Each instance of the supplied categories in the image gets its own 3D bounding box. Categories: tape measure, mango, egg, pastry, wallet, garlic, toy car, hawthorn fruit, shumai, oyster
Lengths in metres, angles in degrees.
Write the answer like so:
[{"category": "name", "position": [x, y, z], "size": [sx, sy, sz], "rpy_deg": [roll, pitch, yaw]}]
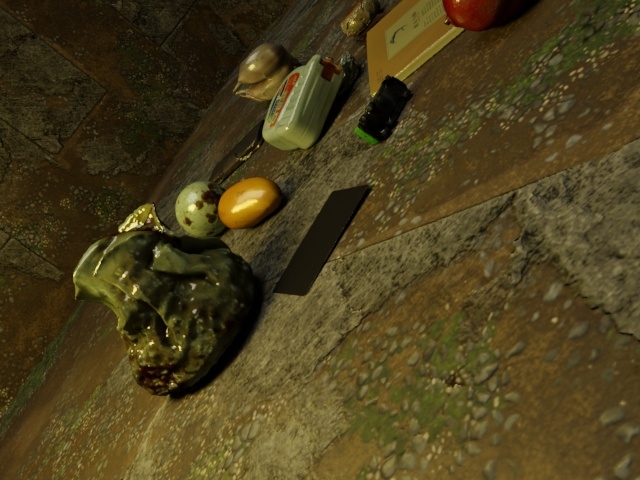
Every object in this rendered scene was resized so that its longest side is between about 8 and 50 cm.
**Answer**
[{"category": "tape measure", "position": [-0.050, -0.376, 1.859], "size": [0.246, 0.125, 0.243], "rpy_deg": [3, 68, 63]}, {"category": "mango", "position": [-0.180, -0.099, 1.733], "size": [0.219, 0.112, 0.144], "rpy_deg": [-12, 42, 41]}, {"category": "egg", "position": [-0.349, -0.089, 1.965], "size": [0.169, 0.169, 0.231], "rpy_deg": [-59, 8, -18]}, {"category": "pastry", "position": [0.130, -0.742, 2.170], "size": [0.153, 0.081, 0.153], "rpy_deg": [-45, 24, 26]}, {"category": "wallet", "position": [-0.310, -0.310, 2.409], "size": [0.310, 0.042, 0.165], "rpy_deg": [-37, 24, 31]}, {"category": "garlic", "position": [-0.215, -0.659, 2.565], "size": [0.292, 0.210, 0.237], "rpy_deg": [-44, 27, -5]}, {"category": "toy car", "position": [0.137, -0.290, 1.454], "size": [0.165, 0.071, 0.062], "rpy_deg": [-61, 9, -23]}, {"category": "wallet", "position": [0.187, -0.632, 1.937], "size": [0.124, 0.042, 0.230], "rpy_deg": [-50, 23, -3]}, {"category": "hawthorn fruit", "position": [0.318, -0.493, 1.300], "size": [0.188, 0.169, 0.169], "rpy_deg": [-42, 20, 53]}, {"category": "shumai", "position": [-0.359, 0.117, 1.421], "size": [0.395, 0.348, 0.395], "rpy_deg": [-38, 29, 26]}, {"category": "oyster", "position": [0.071, -0.484, 1.913], "size": [0.125, 0.064, 0.177], "rpy_deg": [-40, 30, 62]}]

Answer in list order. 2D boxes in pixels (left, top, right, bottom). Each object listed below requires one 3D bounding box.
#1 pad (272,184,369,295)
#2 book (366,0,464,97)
[{"category": "pad", "position": [0.000, 0.000, 1.345], "size": [0.265, 0.009, 0.160], "rpy_deg": [-59, 23, -16]}, {"category": "book", "position": [0.256, -0.538, 1.579], "size": [0.389, 0.032, 0.268], "rpy_deg": [-34, 42, 37]}]
